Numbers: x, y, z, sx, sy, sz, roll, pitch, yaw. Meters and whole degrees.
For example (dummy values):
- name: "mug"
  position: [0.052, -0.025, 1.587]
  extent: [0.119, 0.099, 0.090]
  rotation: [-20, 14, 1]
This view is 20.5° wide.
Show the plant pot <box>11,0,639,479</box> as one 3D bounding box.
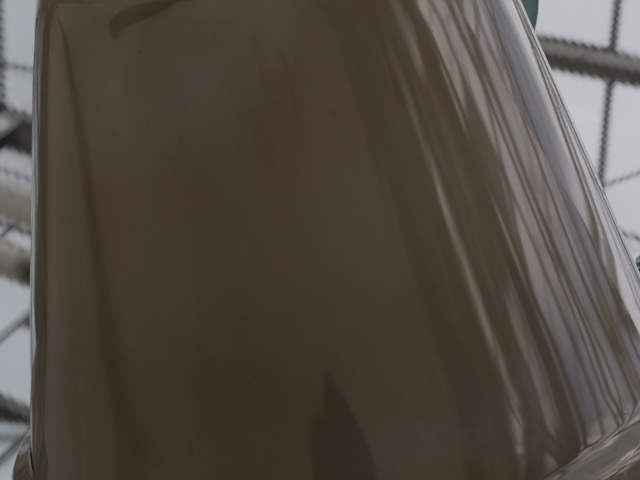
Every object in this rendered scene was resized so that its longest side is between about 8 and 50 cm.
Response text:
- name: "plant pot"
  position: [0.000, 0.000, 0.792]
  extent: [0.323, 0.323, 0.280]
  rotation: [9, -63, 43]

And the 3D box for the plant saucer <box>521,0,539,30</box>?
- name: "plant saucer"
  position: [0.066, -0.181, 1.333]
  extent: [0.195, 0.195, 0.037]
  rotation: [58, 3, -17]

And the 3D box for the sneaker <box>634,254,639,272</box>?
- name: "sneaker"
  position: [0.407, 0.206, 1.487]
  extent: [0.483, 0.185, 0.202]
  rotation: [56, -31, -3]
